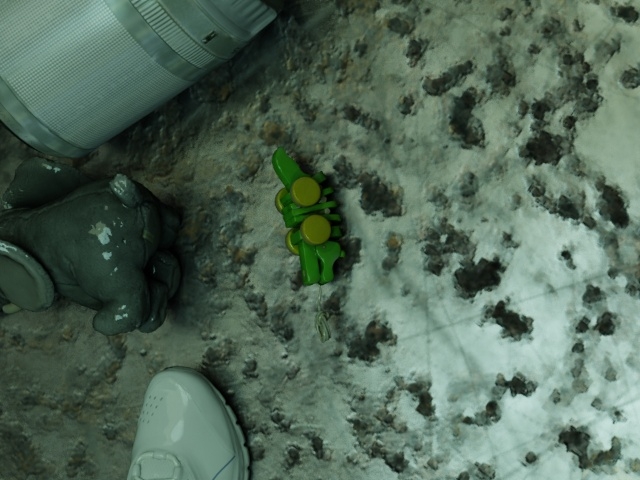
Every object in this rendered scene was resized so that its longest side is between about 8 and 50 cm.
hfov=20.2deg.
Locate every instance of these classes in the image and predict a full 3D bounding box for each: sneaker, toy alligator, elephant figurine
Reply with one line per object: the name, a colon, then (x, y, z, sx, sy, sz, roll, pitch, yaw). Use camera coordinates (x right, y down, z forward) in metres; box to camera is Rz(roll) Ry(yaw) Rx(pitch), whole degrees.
sneaker: (-0.140, 0.267, 1.692, 0.111, 0.129, 0.297, -1, 87, 21)
toy alligator: (0.000, 0.000, 1.694, 0.051, 0.056, 0.190, -13, 82, -22)
elephant figurine: (-0.266, 0.010, 1.719, 0.239, 0.169, 0.186, 7, 99, 15)

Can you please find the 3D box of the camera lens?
camera lens: (-0.200, -0.224, 1.679, 0.274, 0.219, 0.219, -32, 78, 16)
